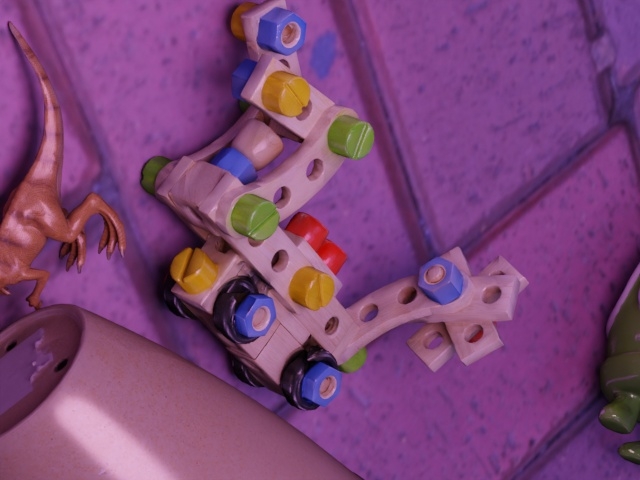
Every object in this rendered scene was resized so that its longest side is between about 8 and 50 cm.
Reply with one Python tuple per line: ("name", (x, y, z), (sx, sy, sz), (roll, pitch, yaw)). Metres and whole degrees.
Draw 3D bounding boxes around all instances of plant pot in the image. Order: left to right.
("plant pot", (-0.125, 0.180, 1.272), (0.256, 0.256, 0.274), (-51, 121, -18))

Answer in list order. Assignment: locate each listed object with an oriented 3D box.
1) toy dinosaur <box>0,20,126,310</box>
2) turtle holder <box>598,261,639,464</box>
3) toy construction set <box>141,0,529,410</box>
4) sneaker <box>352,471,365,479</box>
("toy dinosaur", (-0.185, -0.023, 1.247), (0.112, 0.064, 0.211), (22, 89, -44))
("turtle holder", (0.404, 0.101, 1.729), (0.320, 0.243, 0.227), (26, 69, -36))
("toy construction set", (0.000, 0.000, 1.384), (0.327, 0.151, 0.215), (44, 73, -32))
("sneaker", (0.024, 0.249, 1.553), (0.089, 0.051, 0.170), (-54, 129, -15))
